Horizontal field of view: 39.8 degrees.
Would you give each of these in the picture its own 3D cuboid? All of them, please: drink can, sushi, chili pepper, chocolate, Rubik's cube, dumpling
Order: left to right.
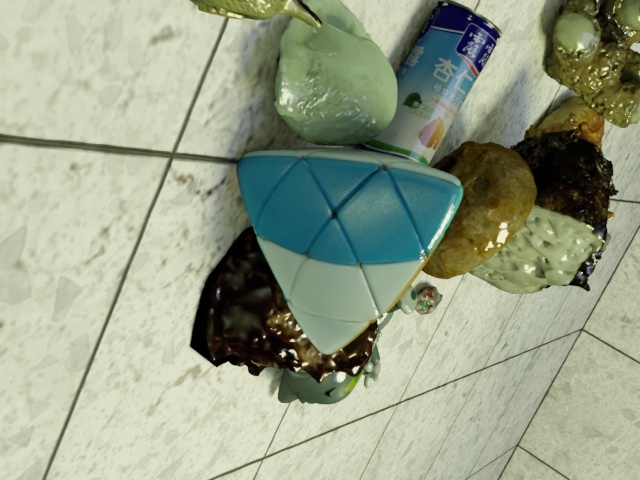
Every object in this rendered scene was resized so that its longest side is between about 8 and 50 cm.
[{"bbox_3d":[-0.017,0.091,1.071,0.224,0.177,0.206,-54,154,-11],"label":"chocolate"},{"bbox_3d":[0.000,0.000,0.972,0.254,0.254,0.254,-41,149,-31],"label":"Rubik's cube"},{"bbox_3d":[0.028,-0.170,0.941,0.219,0.108,0.153,-4,122,-62],"label":"dumpling"},{"bbox_3d":[0.132,-0.180,1.124,0.235,0.097,0.097,-60,154,6],"label":"drink can"},{"bbox_3d":[0.197,0.108,1.607,0.050,0.041,0.153,-42,173,13],"label":"chili pepper"},{"bbox_3d":[0.381,-0.036,1.500,0.348,0.234,0.207,120,-6,-64],"label":"sushi"}]

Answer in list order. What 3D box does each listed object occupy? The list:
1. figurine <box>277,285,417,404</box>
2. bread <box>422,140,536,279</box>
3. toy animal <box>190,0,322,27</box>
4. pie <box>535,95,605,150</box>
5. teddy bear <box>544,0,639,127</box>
[{"bbox_3d":[0.043,0.124,1.258,0.193,0.140,0.265,111,4,-76],"label":"figurine"},{"bbox_3d":[0.205,-0.052,1.296,0.230,0.123,0.230,-45,-164,17],"label":"bread"},{"bbox_3d":[-0.054,-0.229,0.733,0.137,0.098,0.098,7,117,-24],"label":"toy animal"},{"bbox_3d":[0.465,-0.136,1.768,0.339,0.083,0.339,-38,148,-30],"label":"pie"},{"bbox_3d":[0.496,-0.357,1.496,0.267,0.156,0.256,41,85,-34],"label":"teddy bear"}]
